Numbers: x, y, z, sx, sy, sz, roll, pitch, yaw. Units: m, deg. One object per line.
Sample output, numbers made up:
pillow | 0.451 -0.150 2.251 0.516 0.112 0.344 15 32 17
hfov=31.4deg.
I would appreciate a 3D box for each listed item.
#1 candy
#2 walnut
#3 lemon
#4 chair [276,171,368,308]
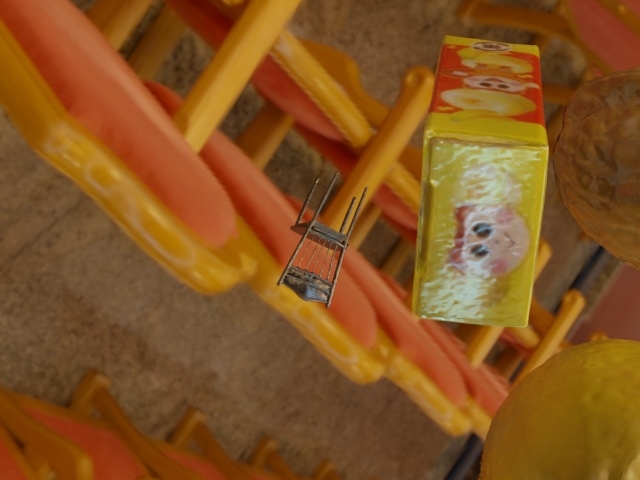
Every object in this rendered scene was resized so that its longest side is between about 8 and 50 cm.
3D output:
candy | 0.125 -0.058 0.888 0.276 0.088 0.146 -67 162 -66
walnut | 0.163 -0.034 0.524 0.105 0.124 0.105 -32 136 -37
lemon | 0.273 0.217 0.999 0.293 0.293 0.293 -38 147 -30
chair | -0.001 0.001 0.717 0.086 0.037 0.042 -67 -168 -17
